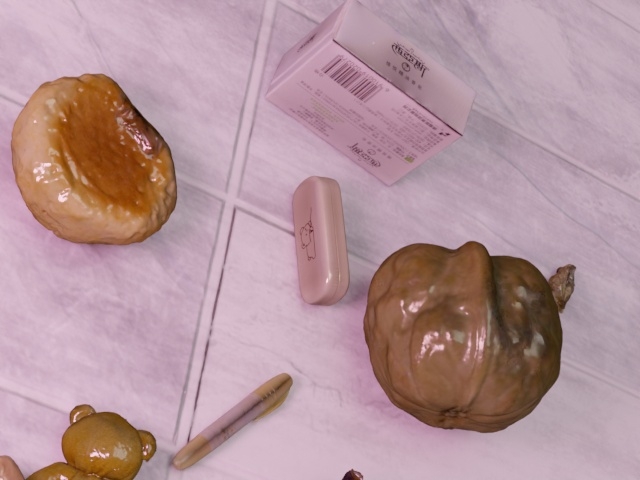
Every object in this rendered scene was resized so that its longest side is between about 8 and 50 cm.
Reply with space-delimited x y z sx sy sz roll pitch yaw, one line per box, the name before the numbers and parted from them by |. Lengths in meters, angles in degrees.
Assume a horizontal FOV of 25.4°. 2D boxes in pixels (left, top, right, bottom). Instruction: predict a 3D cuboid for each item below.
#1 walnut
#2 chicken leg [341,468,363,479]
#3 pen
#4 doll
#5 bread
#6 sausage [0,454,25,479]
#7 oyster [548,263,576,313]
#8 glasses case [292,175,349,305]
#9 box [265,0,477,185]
walnut | 0.207 0.139 2.073 0.253 0.282 0.277 62 24 -51
chicken leg | -0.042 0.405 1.875 0.304 0.093 0.113 -20 63 -33
pen | -0.115 0.247 1.928 0.233 0.032 0.040 -35 115 -40
doll | -0.288 0.311 1.744 0.137 0.097 0.209 20 69 10
bread | -0.308 -0.100 1.890 0.244 0.134 0.244 19 57 -32
sausage | -0.332 0.395 1.652 0.065 0.066 0.301 -16 85 -40
oyster | 0.409 0.080 2.409 0.083 0.038 0.081 -9 99 -67
glasses case | 0.000 0.000 2.099 0.050 0.083 0.196 11 61 -33
box | 0.077 -0.225 2.194 0.260 0.194 0.111 33 52 -20
